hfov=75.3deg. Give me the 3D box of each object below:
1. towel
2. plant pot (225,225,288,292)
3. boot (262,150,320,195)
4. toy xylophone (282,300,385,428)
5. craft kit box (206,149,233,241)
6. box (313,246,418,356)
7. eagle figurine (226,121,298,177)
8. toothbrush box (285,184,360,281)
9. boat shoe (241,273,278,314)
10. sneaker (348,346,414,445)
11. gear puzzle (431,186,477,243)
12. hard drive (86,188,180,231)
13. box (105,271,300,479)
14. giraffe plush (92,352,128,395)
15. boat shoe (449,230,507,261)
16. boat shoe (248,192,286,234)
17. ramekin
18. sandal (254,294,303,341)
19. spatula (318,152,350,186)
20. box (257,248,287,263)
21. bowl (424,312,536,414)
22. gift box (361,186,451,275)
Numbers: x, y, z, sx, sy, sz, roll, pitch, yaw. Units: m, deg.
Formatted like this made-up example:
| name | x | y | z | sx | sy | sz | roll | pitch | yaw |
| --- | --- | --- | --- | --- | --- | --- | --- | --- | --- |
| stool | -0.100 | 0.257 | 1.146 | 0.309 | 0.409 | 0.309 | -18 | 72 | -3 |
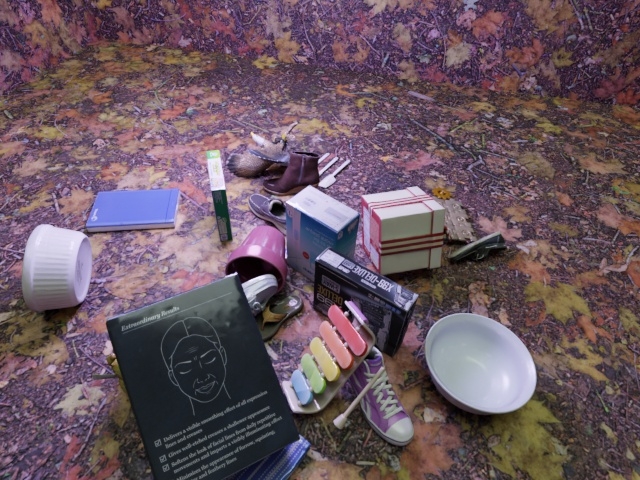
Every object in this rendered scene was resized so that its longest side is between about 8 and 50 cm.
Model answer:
| name | x | y | z | sx | sy | sz | roll | pitch | yaw |
| --- | --- | --- | --- | --- | --- | --- | --- | --- | --- |
| towel | -0.223 | 0.503 | 1.056 | 0.335 | 0.040 | 0.243 | 32 | 52 | 25 |
| plant pot | -0.198 | 0.056 | 1.390 | 0.201 | 0.202 | 0.180 | 8 | 46 | 4 |
| boot | -0.124 | -0.289 | 1.741 | 0.248 | 0.207 | 0.090 | 5 | 44 | 2 |
| toy xylophone | 0.039 | 0.327 | 1.087 | 0.323 | 0.081 | 0.236 | -57 | 31 | 0 |
| craft kit box | -0.384 | -0.169 | 1.576 | 0.060 | 0.250 | 0.247 | -11 | 47 | -14 |
| box | 0.121 | 0.186 | 1.253 | 0.307 | 0.243 | 0.076 | 29 | 50 | 22 |
| eagle figurine | -0.240 | -0.378 | 1.814 | 0.225 | 0.226 | 0.298 | 24 | 52 | 12 |
| toothbrush box | 0.000 | 0.000 | 1.395 | 0.216 | 0.296 | 0.126 | 33 | 52 | 25 |
| boat shoe | -0.250 | 0.227 | 1.256 | 0.320 | 0.118 | 0.103 | -36 | 62 | -16 |
| sneaker | 0.153 | 0.394 | 1.104 | 0.102 | 0.161 | 0.282 | -21 | 51 | -25 |
| gear puzzle | 0.518 | -0.110 | 1.717 | 0.175 | 0.044 | 0.339 | 6 | 45 | -8 |
| hard drive | -0.736 | -0.126 | 1.656 | 0.318 | 0.040 | 0.210 | -4 | 45 | -7 |
| box | -0.268 | 0.322 | 0.960 | 0.293 | 0.212 | 0.396 | -19 | 79 | -20 |
| giraffe plush | -0.485 | 0.316 | 1.145 | 0.210 | 0.182 | 0.171 | 15 | 31 | -13 |
| boat shoe | 0.590 | 0.038 | 1.548 | 0.232 | 0.084 | 0.079 | -19 | 83 | -14 |
| boat shoe | -0.183 | -0.123 | 1.651 | 0.102 | 0.093 | 0.285 | -32 | 55 | -31 |
| ramekin | -0.806 | 0.087 | 1.292 | 0.127 | 0.273 | 0.273 | 3 | 43 | -17 |
| sandal | -0.140 | 0.235 | 1.315 | 0.219 | 0.060 | 0.090 | -32 | 54 | -30 |
| spatula | 0.025 | -0.331 | 1.932 | 0.168 | 0.019 | 0.242 | 23 | 47 | 26 |
| box | -0.180 | 0.053 | 1.520 | 0.136 | 0.028 | 0.081 | -13 | 47 | -13 |
| bowl | 0.428 | 0.365 | 1.168 | 0.297 | 0.134 | 0.298 | 2 | 44 | -2 |
| gift box | 0.297 | -0.028 | 1.484 | 0.257 | 0.277 | 0.255 | -10 | 33 | -8 |
